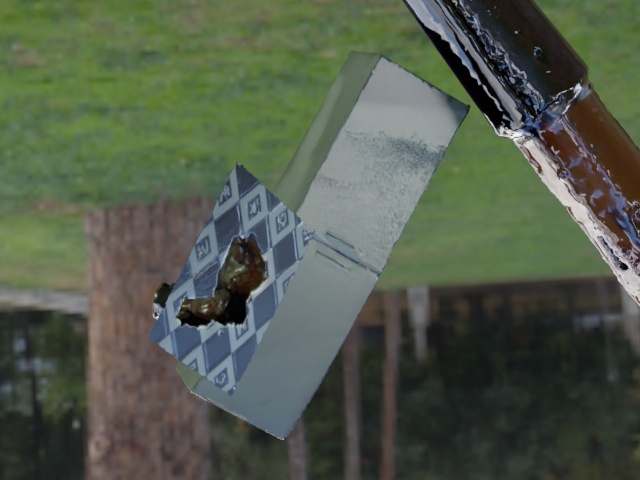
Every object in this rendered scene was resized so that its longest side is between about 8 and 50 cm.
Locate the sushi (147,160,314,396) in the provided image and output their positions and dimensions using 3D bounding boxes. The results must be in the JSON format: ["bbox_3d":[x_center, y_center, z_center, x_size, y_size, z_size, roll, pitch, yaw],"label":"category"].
[{"bbox_3d":[-0.063,0.023,1.021,0.026,0.126,0.120,20,166,31],"label":"sushi"}]

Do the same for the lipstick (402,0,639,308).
[{"bbox_3d":[0.184,-0.052,1.085,0.077,0.418,0.077,-38,-175,4],"label":"lipstick"}]

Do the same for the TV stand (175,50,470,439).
[{"bbox_3d":[0.000,0.000,1.146,0.082,0.269,0.088,28,-178,-15],"label":"TV stand"}]
